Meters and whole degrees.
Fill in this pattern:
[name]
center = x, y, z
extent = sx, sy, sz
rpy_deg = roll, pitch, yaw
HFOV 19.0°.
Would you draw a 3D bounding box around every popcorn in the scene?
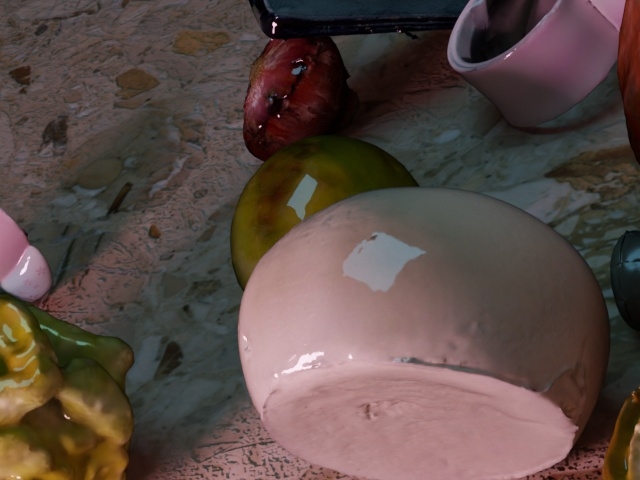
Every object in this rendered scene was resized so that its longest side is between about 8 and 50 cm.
[popcorn]
center = -0.336, 0.179, 1.893
extent = 0.312, 0.312, 0.312
rpy_deg = -20, 32, 13

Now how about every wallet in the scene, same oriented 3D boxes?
[wallet]
center = 0.098, -0.296, 2.310
extent = 0.379, 0.046, 0.190
rpy_deg = -2, 29, -14

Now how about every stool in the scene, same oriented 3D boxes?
[stool]
center = 0.328, 0.033, 1.773
extent = 0.110, 0.096, 0.096
rpy_deg = -7, 37, 25

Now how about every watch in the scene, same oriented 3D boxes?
[watch]
center = 0.274, -0.244, 2.175
extent = 0.231, 0.196, 0.244
rpy_deg = -40, 26, 24

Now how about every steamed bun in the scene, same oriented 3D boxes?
[steamed bun]
center = 0.091, 0.075, 1.679
extent = 0.324, 0.324, 0.206
rpy_deg = -9, 58, 28

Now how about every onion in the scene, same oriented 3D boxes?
[onion]
center = -0.019, -0.176, 2.306
extent = 0.147, 0.184, 0.184
rpy_deg = 11, 28, -16

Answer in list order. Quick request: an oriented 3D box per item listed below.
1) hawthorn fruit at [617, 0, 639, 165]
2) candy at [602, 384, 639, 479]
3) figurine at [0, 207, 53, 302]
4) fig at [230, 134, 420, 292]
[hawthorn fruit]
center = 0.450, -0.198, 1.707
extent = 0.403, 0.403, 0.403
rpy_deg = -20, 32, 13
[candy]
center = 0.350, 0.182, 1.521
extent = 0.260, 0.118, 0.260
rpy_deg = -20, 35, 15
[figurine]
center = -0.446, 0.100, 2.190
extent = 0.284, 0.206, 0.315
rpy_deg = -2, 44, 53
[fig]
center = -0.002, -0.008, 1.984
extent = 0.230, 0.207, 0.207
rpy_deg = 13, 50, 46
